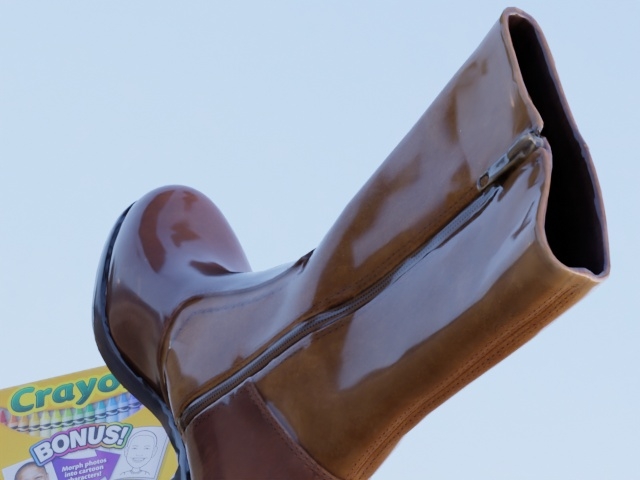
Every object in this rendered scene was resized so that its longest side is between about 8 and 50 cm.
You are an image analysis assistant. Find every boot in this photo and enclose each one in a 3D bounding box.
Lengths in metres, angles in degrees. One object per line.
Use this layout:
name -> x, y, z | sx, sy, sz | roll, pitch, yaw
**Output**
boot -> 0.000, 0.000, 0.874 | 0.096, 0.264, 0.280 | 20, -53, -23

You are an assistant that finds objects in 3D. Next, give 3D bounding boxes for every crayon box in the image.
crayon box -> -0.169, 0.187, 1.543 | 0.278, 0.165, 0.081 | -14, -40, 9
